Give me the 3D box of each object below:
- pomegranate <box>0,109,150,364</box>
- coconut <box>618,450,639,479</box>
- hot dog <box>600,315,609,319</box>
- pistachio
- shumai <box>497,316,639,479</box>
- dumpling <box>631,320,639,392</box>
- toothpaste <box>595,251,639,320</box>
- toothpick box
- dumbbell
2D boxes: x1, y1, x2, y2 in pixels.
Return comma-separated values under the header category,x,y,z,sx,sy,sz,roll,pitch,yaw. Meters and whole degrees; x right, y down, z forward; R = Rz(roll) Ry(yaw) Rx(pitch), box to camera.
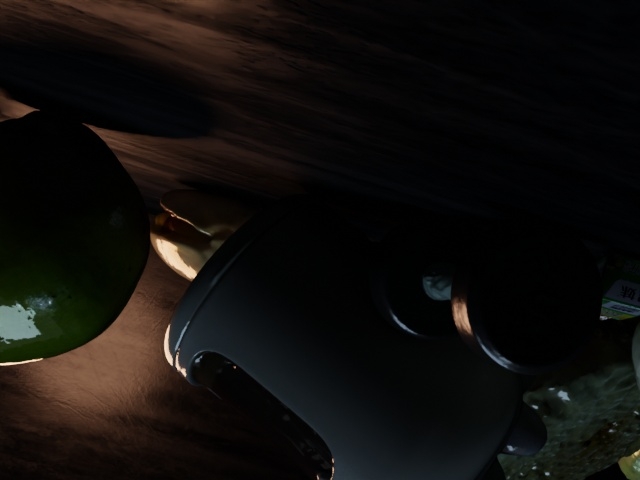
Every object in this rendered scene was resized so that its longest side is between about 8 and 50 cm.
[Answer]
category,x,y,z,sx,sy,sz,roll,pitch,yaw
pomegranate,-0.275,-0.025,0.841,0.236,0.236,0.302,16,156,17
coconut,0.503,0.245,1.367,0.236,0.236,0.204,15,153,27
hot dog,0.241,0.052,0.899,0.083,0.035,0.058,14,179,42
pistachio,-0.133,-0.001,1.229,0.145,0.117,0.200,13,-179,-39
shumai,0.238,0.115,1.093,0.309,0.304,0.263,38,-163,-53
dumpling,0.299,0.113,0.755,0.100,0.134,0.169,-15,162,-3
toothpaste,0.222,0.037,0.740,0.043,0.037,0.178,18,177,11
toothpick box,0.045,0.118,0.883,0.316,0.229,0.229,39,-177,15
dumbbell,0.112,0.034,0.712,0.100,0.100,0.191,18,178,-17
